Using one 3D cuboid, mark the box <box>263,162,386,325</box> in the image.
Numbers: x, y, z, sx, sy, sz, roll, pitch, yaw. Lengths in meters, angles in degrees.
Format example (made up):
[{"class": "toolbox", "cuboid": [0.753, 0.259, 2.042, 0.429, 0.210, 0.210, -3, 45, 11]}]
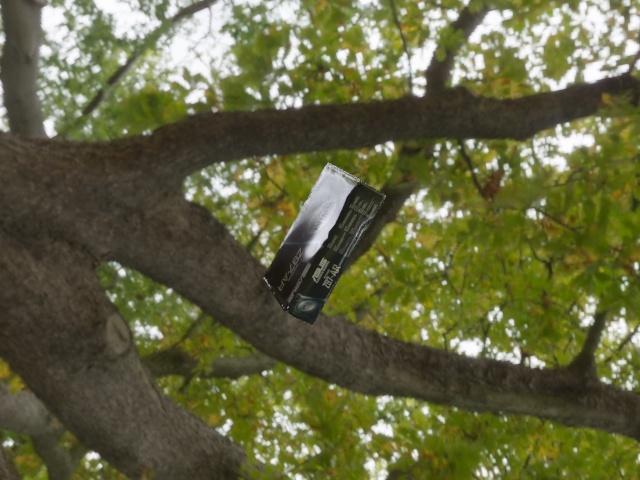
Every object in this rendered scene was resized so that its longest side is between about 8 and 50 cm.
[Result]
[{"class": "box", "cuboid": [0.000, 0.000, 0.448, 0.083, 0.018, 0.067, -60, -160, 6]}]
